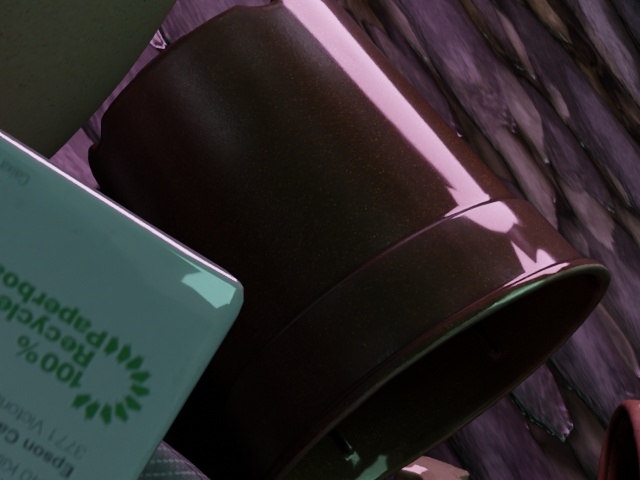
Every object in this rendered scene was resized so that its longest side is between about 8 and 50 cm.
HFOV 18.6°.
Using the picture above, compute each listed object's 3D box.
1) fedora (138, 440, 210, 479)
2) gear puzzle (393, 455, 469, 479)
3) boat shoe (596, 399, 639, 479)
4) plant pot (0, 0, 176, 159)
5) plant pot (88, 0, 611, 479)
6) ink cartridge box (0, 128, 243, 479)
[{"bbox_3d":[-0.092,0.097,0.429,0.275,0.124,0.244,27,27,-46],"label":"fedora"},{"bbox_3d":[0.060,0.167,0.718,0.175,0.044,0.339,18,15,16],"label":"gear puzzle"},{"bbox_3d":[0.153,0.188,0.925,0.116,0.123,0.324,23,32,5],"label":"boat shoe"},{"bbox_3d":[-0.129,-0.156,0.604,0.284,0.191,0.284,40,35,-36],"label":"plant pot"},{"bbox_3d":[0.000,0.000,0.786,0.165,0.167,0.167,54,19,17],"label":"plant pot"},{"bbox_3d":[-0.160,0.042,0.291,0.223,0.045,0.224,33,68,-4],"label":"ink cartridge box"}]
